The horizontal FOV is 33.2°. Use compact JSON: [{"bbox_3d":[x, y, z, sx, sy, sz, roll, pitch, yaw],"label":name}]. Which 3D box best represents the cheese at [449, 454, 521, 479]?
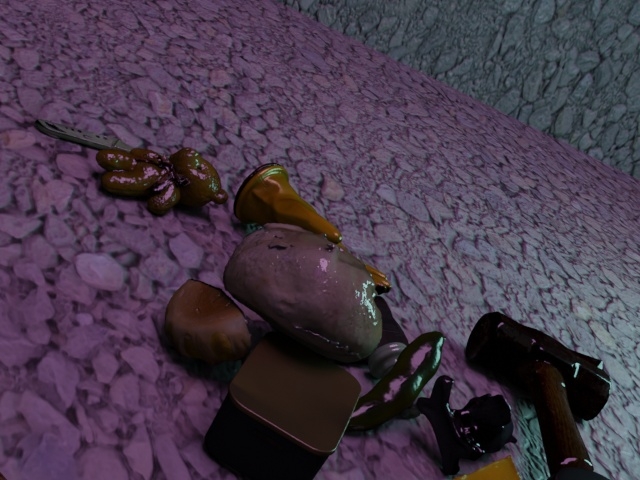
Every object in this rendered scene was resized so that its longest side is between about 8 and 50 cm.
[{"bbox_3d":[0.203,0.332,1.328,0.126,0.093,0.171,22,18,11],"label":"cheese"}]

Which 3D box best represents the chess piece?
[{"bbox_3d":[0.115,0.204,1.544,0.067,0.067,0.103,11,39,-38],"label":"chess piece"}]

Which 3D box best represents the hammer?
[{"bbox_3d":[0.360,0.253,1.643,0.242,0.095,0.409,28,17,-7],"label":"hammer"}]

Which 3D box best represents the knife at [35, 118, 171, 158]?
[{"bbox_3d":[-0.333,-0.156,1.792,0.293,0.020,0.043,14,30,-32],"label":"knife"}]

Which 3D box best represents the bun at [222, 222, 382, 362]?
[{"bbox_3d":[-0.014,0.061,1.421,0.239,0.141,0.239,32,-7,4],"label":"bun"}]

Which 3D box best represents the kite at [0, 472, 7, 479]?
[{"bbox_3d":[-0.319,0.250,0.988,0.232,0.009,0.189,20,25,-24],"label":"kite"}]

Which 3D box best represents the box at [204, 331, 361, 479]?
[{"bbox_3d":[-0.045,0.210,1.296,0.144,0.090,0.201,31,23,1],"label":"box"}]

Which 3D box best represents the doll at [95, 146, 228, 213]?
[{"bbox_3d":[-0.250,-0.108,1.704,0.209,0.097,0.137,3,40,-38],"label":"doll"}]

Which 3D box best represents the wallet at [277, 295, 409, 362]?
[{"bbox_3d":[0.018,0.117,1.620,0.229,0.049,0.182,9,33,-38],"label":"wallet"}]

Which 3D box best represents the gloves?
[{"bbox_3d":[0.001,0.000,1.722,0.294,0.116,0.133,38,28,27],"label":"gloves"}]

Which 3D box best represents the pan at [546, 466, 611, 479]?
[{"bbox_3d":[0.395,0.353,1.376,0.235,0.028,0.136,21,24,-13],"label":"pan"}]

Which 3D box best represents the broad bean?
[{"bbox_3d":[0.105,0.198,1.472,0.065,0.046,0.254,49,50,7],"label":"broad bean"}]

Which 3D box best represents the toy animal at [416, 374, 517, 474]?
[{"bbox_3d":[0.236,0.243,1.513,0.210,0.117,0.121,4,53,-55],"label":"toy animal"}]

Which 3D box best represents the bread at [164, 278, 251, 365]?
[{"bbox_3d":[-0.148,0.114,1.377,0.157,0.083,0.094,16,33,38],"label":"bread"}]
